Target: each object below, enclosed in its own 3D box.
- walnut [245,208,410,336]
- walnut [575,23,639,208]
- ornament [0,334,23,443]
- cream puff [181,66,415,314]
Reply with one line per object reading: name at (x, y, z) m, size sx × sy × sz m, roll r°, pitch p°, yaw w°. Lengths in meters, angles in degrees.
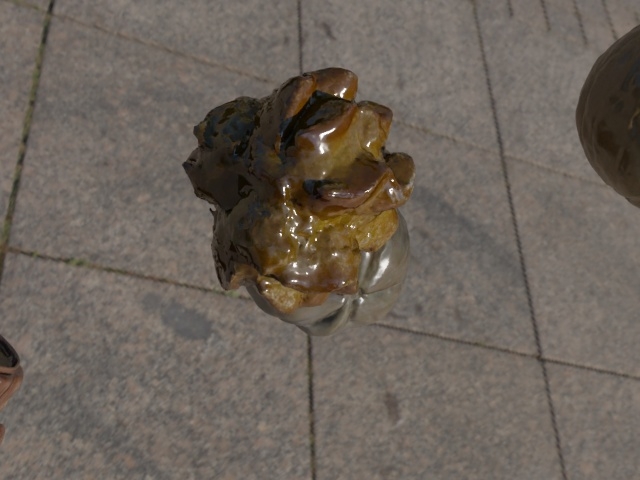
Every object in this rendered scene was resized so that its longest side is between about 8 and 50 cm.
walnut at (0.000, 0.000, 0.998) m, size 0.224 × 0.224 × 0.224 m, roll 17°, pitch 52°, yaw -22°
walnut at (0.392, -0.134, 0.926) m, size 0.228 × 0.228 × 0.228 m, roll 17°, pitch 52°, yaw -22°
ornament at (-0.422, 0.170, 0.850) m, size 0.221 × 0.235 × 0.218 m, roll 37°, pitch 87°, yaw -4°
cream puff at (-0.016, -0.024, 0.434) m, size 0.116 × 0.122 × 0.094 m, roll 24°, pitch 33°, yaw 27°
